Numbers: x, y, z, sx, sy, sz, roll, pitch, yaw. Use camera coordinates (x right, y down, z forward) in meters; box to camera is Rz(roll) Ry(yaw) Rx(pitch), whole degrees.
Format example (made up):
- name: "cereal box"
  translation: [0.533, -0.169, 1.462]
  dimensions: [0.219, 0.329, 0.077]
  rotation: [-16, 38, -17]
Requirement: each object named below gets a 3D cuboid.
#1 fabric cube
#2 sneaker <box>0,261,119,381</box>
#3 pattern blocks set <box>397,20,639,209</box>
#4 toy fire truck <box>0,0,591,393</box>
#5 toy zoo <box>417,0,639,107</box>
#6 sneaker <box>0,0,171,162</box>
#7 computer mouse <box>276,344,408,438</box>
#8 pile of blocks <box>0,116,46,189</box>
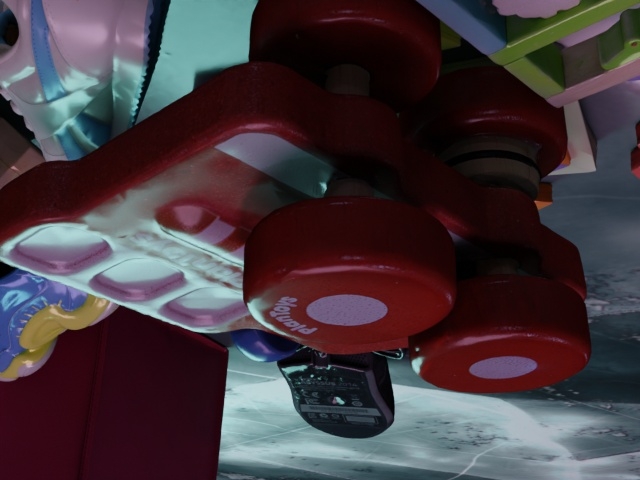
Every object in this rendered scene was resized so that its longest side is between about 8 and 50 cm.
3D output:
- name: "fabric cube"
  translation: [-0.286, 0.214, 1.208]
  dimensions: [0.258, 0.254, 0.259]
  rotation: [-5, 156, 25]
- name: "sneaker"
  translation: [-0.290, 0.051, 1.024]
  dimensions: [0.126, 0.091, 0.240]
  rotation: [33, 129, -31]
- name: "pattern blocks set"
  translation: [0.092, -0.073, 0.714]
  dimensions: [0.325, 0.026, 0.285]
  rotation: [-10, 154, 34]
- name: "toy fire truck"
  translation: [0.000, 0.000, 0.619]
  dimensions: [0.254, 0.169, 0.302]
  rotation: [-21, 148, 37]
- name: "toy zoo"
  translation: [0.105, -0.161, 0.455]
  dimensions: [0.192, 0.030, 0.293]
  rotation: [-21, 147, 37]
- name: "sneaker"
  translation: [-0.148, -0.100, 0.636]
  dimensions: [0.092, 0.087, 0.228]
  rotation: [16, 150, -9]
- name: "computer mouse"
  translation: [0.027, 0.140, 1.219]
  dimensions: [0.189, 0.072, 0.272]
  rotation: [3, 146, 10]
- name: "pile of blocks"
  translation: [-0.343, -0.009, 0.803]
  dimensions: [0.362, 0.149, 0.112]
  rotation: [-4, 156, 20]
